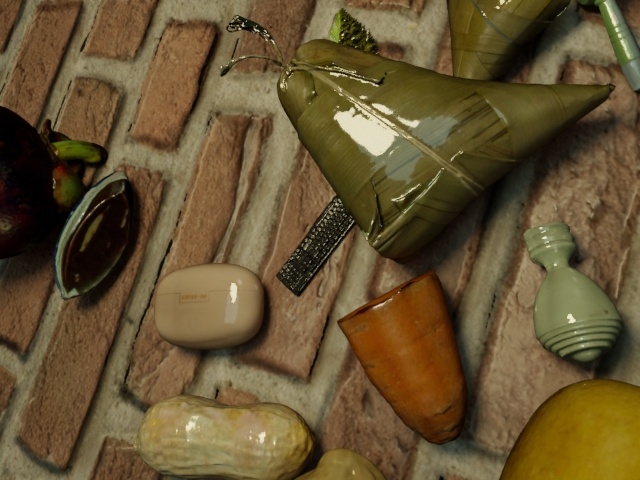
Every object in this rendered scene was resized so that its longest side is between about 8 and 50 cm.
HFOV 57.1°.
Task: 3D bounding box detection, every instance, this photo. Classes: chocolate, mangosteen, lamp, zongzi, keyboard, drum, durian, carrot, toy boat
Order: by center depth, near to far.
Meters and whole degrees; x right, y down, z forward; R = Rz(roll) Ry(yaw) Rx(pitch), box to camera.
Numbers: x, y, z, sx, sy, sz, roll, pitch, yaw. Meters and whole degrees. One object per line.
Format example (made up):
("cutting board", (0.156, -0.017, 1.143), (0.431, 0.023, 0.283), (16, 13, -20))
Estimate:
("lamp", (0.329, 0.068, 0.785), (0.106, 0.106, 0.192), (-16, 63, 19))
("carrot", (0.138, 0.169, 0.819), (0.159, 0.159, 0.224), (-29, 79, 14))
("drum", (0.407, -0.340, 0.825), (0.049, 0.130, 0.253), (-22, 70, 13))
("zongzi", (0.120, -0.237, 0.866), (0.418, 0.181, 0.447), (-37, 79, 12))
("chocolate", (-0.157, 0.305, 0.910), (0.310, 0.134, 0.134), (-5, 76, 24))
("zongzi", (0.230, -0.340, 0.933), (0.256, 0.115, 0.228), (-58, 47, 28))
("keyboard", (0.000, 0.000, 0.979), (0.060, 0.018, 0.195), (38, 94, 28))
("durian", (0.042, -0.311, 1.016), (0.100, 0.086, 0.215), (-16, 65, 54))
("mangosteen", (-0.603, -0.123, 1.116), (0.360, 0.306, 0.305), (-19, 70, -4))
("toy boat", (-0.431, -0.012, 1.119), (0.115, 0.114, 0.261), (29, 91, 57))

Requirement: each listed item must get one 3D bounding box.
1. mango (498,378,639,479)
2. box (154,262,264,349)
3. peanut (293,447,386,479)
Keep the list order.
("mango", (0.274, 0.364, 0.621), (0.221, 0.301, 0.444), (21, 82, 24))
("box", (-0.189, 0.111, 0.992), (0.201, 0.088, 0.145), (-6, 75, 20))
("peanut", (-0.038, 0.464, 0.804), (0.192, 0.169, 0.386), (30, 90, 20))
